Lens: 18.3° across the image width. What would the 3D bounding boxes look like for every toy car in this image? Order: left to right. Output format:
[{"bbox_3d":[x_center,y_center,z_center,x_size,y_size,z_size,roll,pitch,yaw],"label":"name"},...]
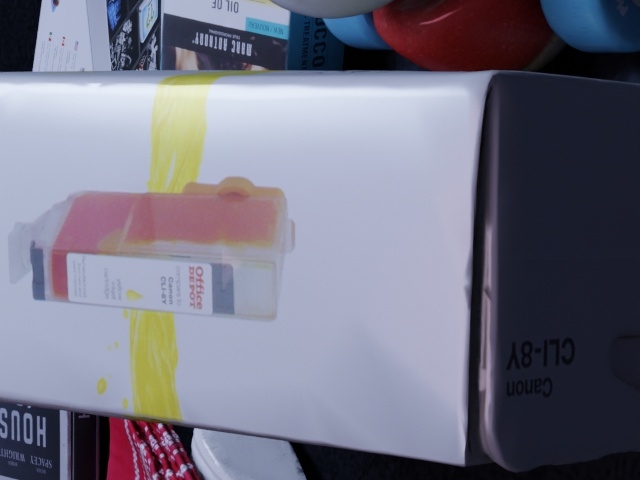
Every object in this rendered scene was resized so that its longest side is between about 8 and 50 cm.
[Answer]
[{"bbox_3d":[0.030,-0.190,1.007,0.219,0.238,0.210,9,96,50],"label":"toy car"}]

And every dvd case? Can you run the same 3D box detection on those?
[{"bbox_3d":[-0.208,0.060,1.378,0.179,0.030,0.238,3,93,53],"label":"dvd case"}]

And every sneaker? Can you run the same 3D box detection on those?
[{"bbox_3d":[-0.025,0.205,1.214,0.212,0.080,0.094,62,146,37],"label":"sneaker"}]

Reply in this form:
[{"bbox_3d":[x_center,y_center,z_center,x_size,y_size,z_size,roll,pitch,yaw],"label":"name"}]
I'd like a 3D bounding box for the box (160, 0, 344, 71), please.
[{"bbox_3d":[-0.039,-0.151,1.189,0.100,0.060,0.244,16,110,34],"label":"box"}]

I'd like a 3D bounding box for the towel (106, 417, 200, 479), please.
[{"bbox_3d":[-0.084,0.242,1.236,0.275,0.031,0.199,-126,34,-50],"label":"towel"}]

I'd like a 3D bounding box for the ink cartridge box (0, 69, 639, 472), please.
[{"bbox_3d":[0.000,0.000,0.964,0.385,0.279,0.160,4,94,38],"label":"ink cartridge box"}]

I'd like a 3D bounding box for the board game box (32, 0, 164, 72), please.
[{"bbox_3d":[-0.129,-0.092,1.343,0.193,0.053,0.305,23,108,49],"label":"board game box"}]
